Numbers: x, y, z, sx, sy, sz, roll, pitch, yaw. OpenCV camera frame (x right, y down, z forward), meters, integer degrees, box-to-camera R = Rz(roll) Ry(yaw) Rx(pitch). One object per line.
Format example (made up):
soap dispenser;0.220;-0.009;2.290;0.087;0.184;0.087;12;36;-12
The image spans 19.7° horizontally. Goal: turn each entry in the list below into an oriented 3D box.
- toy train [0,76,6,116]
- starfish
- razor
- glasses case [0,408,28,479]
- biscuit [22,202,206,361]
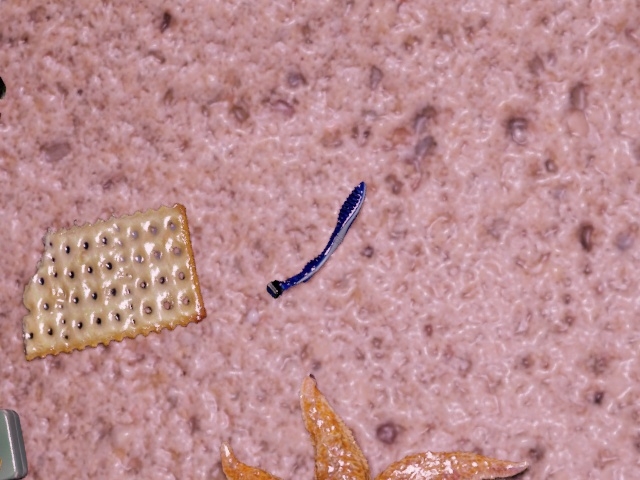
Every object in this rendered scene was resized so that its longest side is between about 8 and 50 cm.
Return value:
toy train;-0.458;-0.149;2.008;0.226;0.090;0.137;10;87;12
starfish;0.039;0.270;1.872;0.302;0.060;0.299;42;93;14
razor;0.003;0.003;1.933;0.028;0.044;0.154;41;88;-17
glasses case;-0.409;0.235;1.968;0.184;0.039;0.077;-13;80;8
biscuit;-0.229;0.041;1.975;0.203;0.016;0.144;-11;80;8
